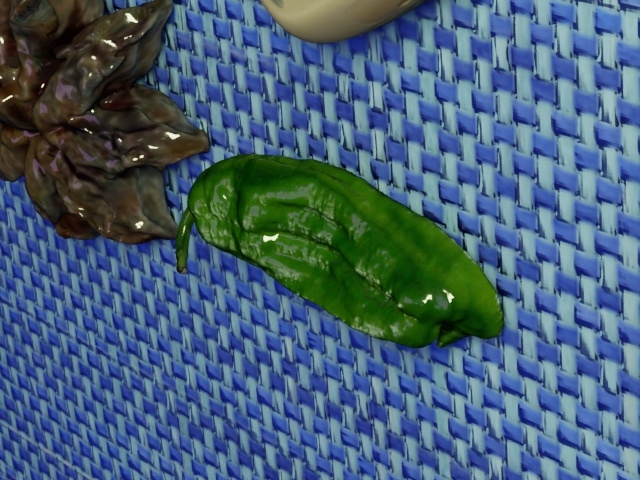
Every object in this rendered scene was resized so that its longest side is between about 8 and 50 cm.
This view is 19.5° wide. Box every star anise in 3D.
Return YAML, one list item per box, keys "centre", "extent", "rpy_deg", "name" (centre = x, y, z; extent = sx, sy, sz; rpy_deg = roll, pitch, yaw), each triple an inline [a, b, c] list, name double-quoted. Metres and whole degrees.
- centre: [-0.187, -0.102, 1.332]
  extent: [0.223, 0.109, 0.236]
  rpy_deg: [6, 113, 57]
  name: "star anise"

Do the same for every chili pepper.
- centre: [0.004, 0.002, 1.144]
  extent: [0.257, 0.074, 0.100]
  rpy_deg: [27, 126, 44]
  name: "chili pepper"

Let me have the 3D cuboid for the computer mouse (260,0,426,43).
- centre: [0.032, -0.199, 1.001]
  extent: [0.236, 0.082, 0.145]
  rpy_deg: [-36, 76, 56]
  name: "computer mouse"
